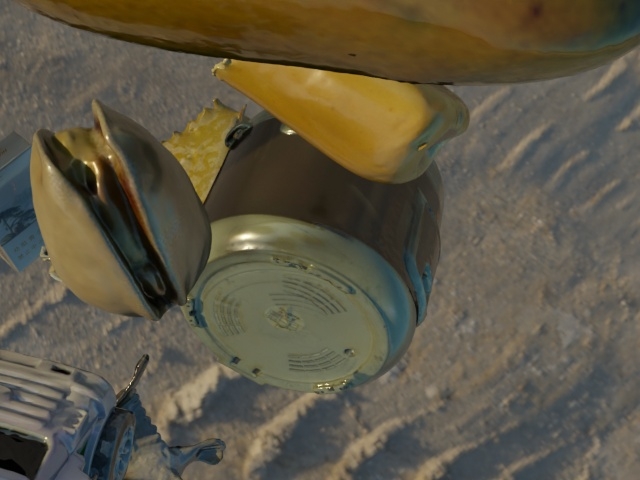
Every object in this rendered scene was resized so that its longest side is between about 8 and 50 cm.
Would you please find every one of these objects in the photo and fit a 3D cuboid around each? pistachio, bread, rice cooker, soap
[{"bbox_3d":[-0.156,-0.016,0.774,0.126,0.152,0.223,-26,155,-6],"label":"pistachio"},{"bbox_3d":[0.018,-0.106,0.727,0.173,0.134,0.085,35,107,8],"label":"bread"},{"bbox_3d":[0.000,0.000,1.311,0.335,0.325,0.335,10,137,10],"label":"rice cooker"},{"bbox_3d":[-0.278,-0.089,1.644,0.304,0.339,0.169,7,155,10],"label":"soap"}]

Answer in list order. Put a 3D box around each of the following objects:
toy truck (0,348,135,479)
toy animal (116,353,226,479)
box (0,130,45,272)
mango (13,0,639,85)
[{"bbox_3d":[-0.223,0.254,0.624,0.176,0.178,0.364,12,108,3],"label":"toy truck"},{"bbox_3d":[-0.209,0.256,1.095,0.160,0.197,0.272,25,142,5],"label":"toy animal"},{"bbox_3d":[-0.556,-0.067,1.814,0.149,0.067,0.233,-45,147,-22],"label":"box"},{"bbox_3d":[-0.018,-0.188,0.410,0.264,0.378,0.221,-51,158,-32],"label":"mango"}]
